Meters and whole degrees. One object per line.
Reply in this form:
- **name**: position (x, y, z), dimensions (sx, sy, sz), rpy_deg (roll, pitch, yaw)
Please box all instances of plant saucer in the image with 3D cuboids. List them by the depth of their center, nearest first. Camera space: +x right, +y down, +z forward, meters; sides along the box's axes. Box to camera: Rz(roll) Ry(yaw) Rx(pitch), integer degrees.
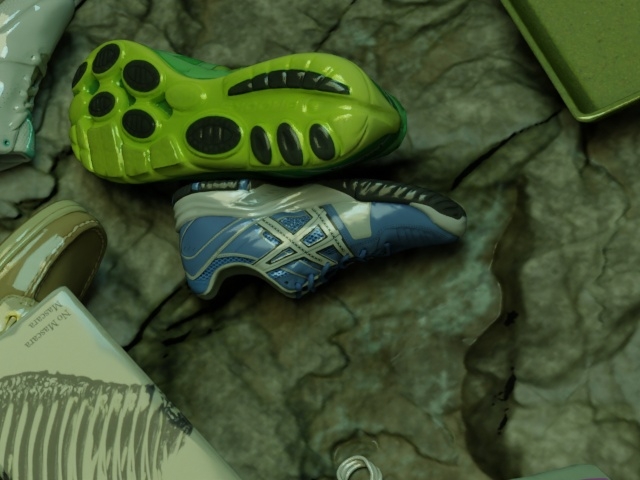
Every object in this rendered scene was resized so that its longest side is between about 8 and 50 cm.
- **plant saucer**: position (0.238, -0.178, 1.424), dimensions (0.188, 0.045, 0.188), rpy_deg (-24, 56, -3)

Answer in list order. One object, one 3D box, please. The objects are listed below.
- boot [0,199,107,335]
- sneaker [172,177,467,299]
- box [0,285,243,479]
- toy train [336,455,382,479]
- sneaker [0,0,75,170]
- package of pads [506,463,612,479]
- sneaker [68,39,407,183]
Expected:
- **boot**: position (-0.169, 0.111, 1.295), dimensions (0.203, 0.095, 0.262), rpy_deg (22, 66, 24)
- **sneaker**: position (0.000, 0.000, 1.355), dimensions (0.211, 0.080, 0.081), rpy_deg (-2, 80, 11)
- **box**: position (-0.104, 0.167, 1.156), dimensions (0.113, 0.094, 0.275), rpy_deg (-42, 79, -14)
- **toy train**: position (-0.019, 0.205, 1.232), dimensions (0.166, 0.046, 0.125), rpy_deg (-32, 57, -9)
- **sneaker**: position (-0.247, -0.104, 1.475), dimensions (0.094, 0.080, 0.212), rpy_deg (35, 77, 17)
- **package of pads**: position (0.169, 0.257, 1.061), dimensions (0.296, 0.229, 0.101), rpy_deg (43, 118, 32)
- **sneaker**: position (-0.068, -0.083, 1.402), dimensions (0.295, 0.123, 0.109), rpy_deg (7, 86, 36)
